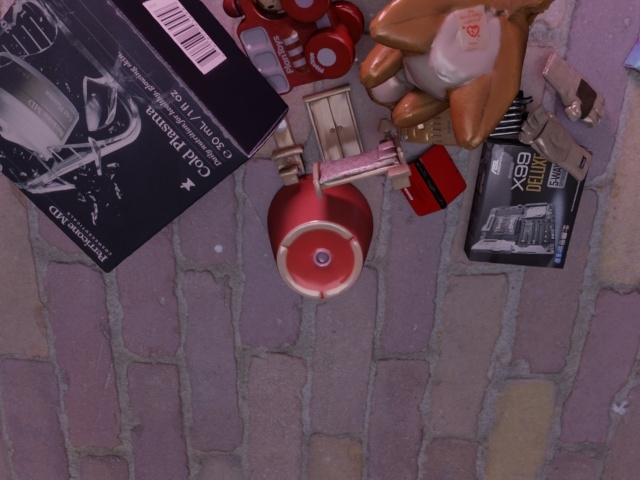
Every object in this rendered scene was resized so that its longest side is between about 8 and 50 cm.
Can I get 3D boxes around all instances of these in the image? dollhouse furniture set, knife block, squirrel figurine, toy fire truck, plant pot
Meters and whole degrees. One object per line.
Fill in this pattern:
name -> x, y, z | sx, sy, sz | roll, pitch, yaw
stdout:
dollhouse furniture set -> 0.017, -0.210, 1.335 | 0.303, 0.355, 0.174 | -15, 111, 7
knife block -> 0.349, -0.294, 1.456 | 0.275, 0.242, 0.088 | 14, 120, 44
squirrel figurine -> 0.249, -0.395, 1.220 | 0.281, 0.370, 0.397 | 40, 89, -11
toy fire truck -> -0.063, -0.450, 1.266 | 0.253, 0.169, 0.302 | -10, 130, 23
plant pot -> 0.000, 0.000, 1.482 | 0.274, 0.243, 0.275 | 0, 112, 0

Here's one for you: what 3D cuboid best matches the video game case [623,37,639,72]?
video game case -> 0.864, -0.462, 1.383 | 0.244, 0.061, 0.270 | 23, 111, -8

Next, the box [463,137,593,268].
box -> 0.503, -0.091, 1.529 | 0.242, 0.076, 0.308 | 5, 112, -1

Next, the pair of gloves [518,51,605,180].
pair of gloves -> 0.551, -0.279, 1.404 | 0.204, 0.042, 0.240 | 28, 75, -24

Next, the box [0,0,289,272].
box -> -0.414, -0.275, 1.290 | 0.471, 0.297, 0.480 | -33, 107, 30

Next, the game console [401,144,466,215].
game console -> 0.269, -0.150, 1.541 | 0.124, 0.085, 0.144 | -19, 114, 42
